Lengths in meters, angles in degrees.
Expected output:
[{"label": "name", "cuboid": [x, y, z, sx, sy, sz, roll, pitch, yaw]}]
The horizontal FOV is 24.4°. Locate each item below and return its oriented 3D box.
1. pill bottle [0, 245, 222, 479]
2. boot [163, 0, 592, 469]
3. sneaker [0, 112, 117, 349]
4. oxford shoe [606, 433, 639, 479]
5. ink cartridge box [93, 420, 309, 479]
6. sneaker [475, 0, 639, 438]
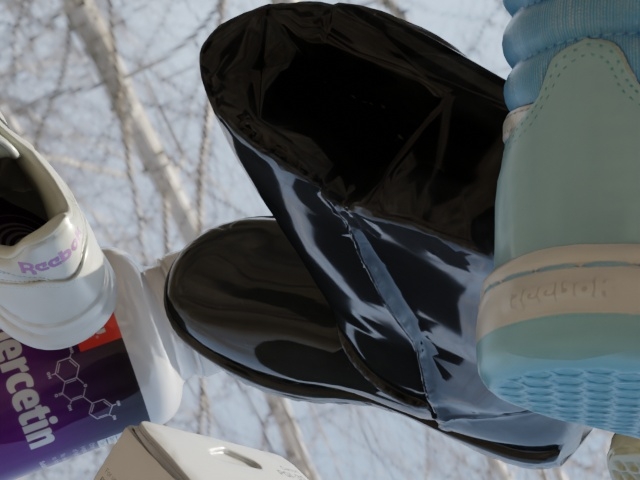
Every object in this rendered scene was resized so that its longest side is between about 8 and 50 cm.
[{"label": "pill bottle", "cuboid": [-0.256, 0.117, 1.394, 0.323, 0.181, 0.181, -20, -136, -9]}, {"label": "boot", "cuboid": [0.002, 0.000, 0.964, 0.367, 0.445, 0.146, 15, -105, 19]}, {"label": "sneaker", "cuboid": [-0.250, -0.065, 1.014, 0.305, 0.152, 0.114, 40, -111, 22]}, {"label": "oxford shoe", "cuboid": [0.411, 0.187, 0.959, 0.450, 0.169, 0.130, 15, -116, 12]}, {"label": "ink cartridge box", "cuboid": [-0.124, 0.302, 1.155, 0.117, 0.207, 0.283, 37, -82, 39]}, {"label": "sneaker", "cuboid": [0.171, -0.020, 0.588, 0.127, 0.319, 0.208, -7, -107, 31]}]
